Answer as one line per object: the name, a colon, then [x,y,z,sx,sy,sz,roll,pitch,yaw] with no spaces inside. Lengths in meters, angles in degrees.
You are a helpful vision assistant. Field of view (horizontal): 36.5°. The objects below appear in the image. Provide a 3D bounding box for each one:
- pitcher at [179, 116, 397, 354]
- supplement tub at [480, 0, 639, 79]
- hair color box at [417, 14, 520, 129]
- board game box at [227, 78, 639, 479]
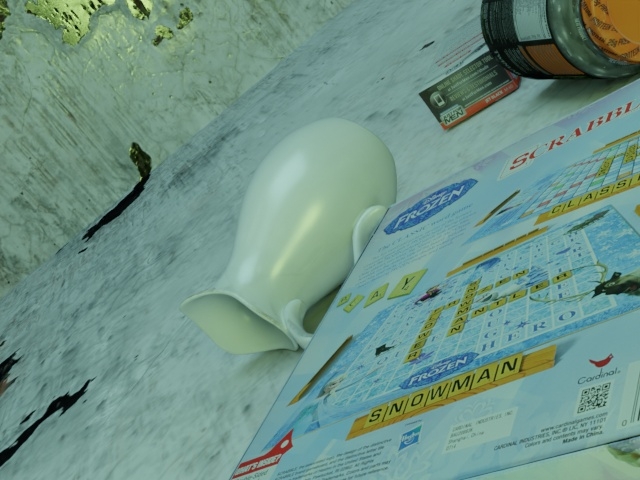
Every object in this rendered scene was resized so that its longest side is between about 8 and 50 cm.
pitcher: [0.000,0.000,0.813,0.177,0.125,0.207,8,58,42]
supplement tub: [0.219,-0.192,0.803,0.117,0.117,0.190,-41,16,-5]
hair color box: [0.169,-0.192,1.039,0.093,0.053,0.167,-29,18,31]
board game box: [0.116,0.033,0.512,0.318,0.066,0.318,-27,21,40]
